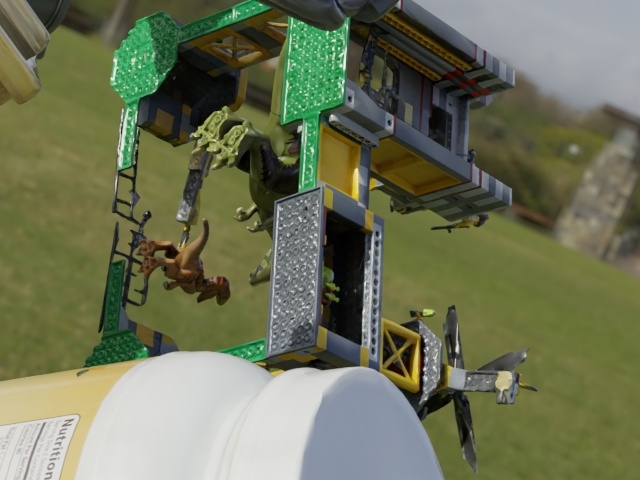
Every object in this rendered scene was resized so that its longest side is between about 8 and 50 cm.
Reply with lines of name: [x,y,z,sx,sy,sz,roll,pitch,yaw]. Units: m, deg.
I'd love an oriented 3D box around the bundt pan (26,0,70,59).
bundt pan: [-0.361,-0.318,1.848,0.124,0.330,0.331,0,19,-37]

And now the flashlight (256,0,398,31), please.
flashlight: [-0.095,-0.186,0.755,0.304,0.103,0.103,30,-30,22]

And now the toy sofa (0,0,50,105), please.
toy sofa: [-0.338,-0.066,1.056,0.150,0.362,0.177,56,1,-20]

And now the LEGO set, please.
LEGO set: [0.000,0.000,1.170,0.255,0.331,0.192,-25,-36,34]

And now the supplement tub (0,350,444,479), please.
supplement tub: [-0.112,0.173,0.861,0.316,0.228,0.228,-10,-9,22]
